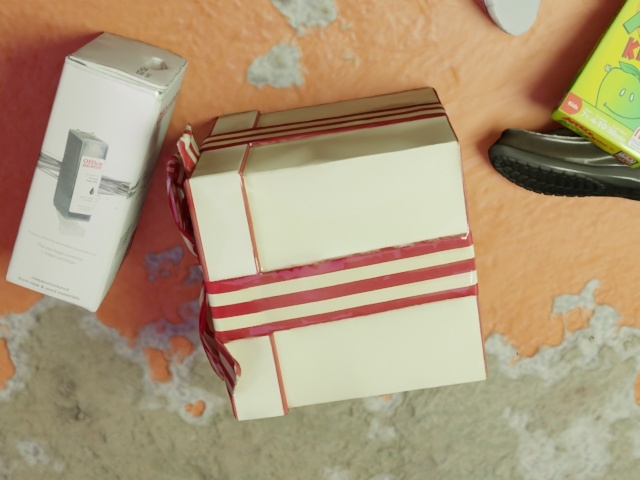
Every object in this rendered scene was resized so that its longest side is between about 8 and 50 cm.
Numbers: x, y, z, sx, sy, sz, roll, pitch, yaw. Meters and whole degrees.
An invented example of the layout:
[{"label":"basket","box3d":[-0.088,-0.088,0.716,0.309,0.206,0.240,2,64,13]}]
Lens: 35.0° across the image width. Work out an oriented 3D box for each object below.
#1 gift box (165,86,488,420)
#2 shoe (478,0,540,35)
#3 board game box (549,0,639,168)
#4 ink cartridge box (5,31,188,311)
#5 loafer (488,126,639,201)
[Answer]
[{"label":"gift box","box3d":[0.000,0.000,0.911,0.258,0.276,0.255,-9,105,5]},{"label":"shoe","box3d":[0.138,-0.265,0.923,0.063,0.081,0.178,-48,134,-11]},{"label":"board game box","box3d":[0.299,-0.168,0.925,0.092,0.043,0.181,32,89,3]},{"label":"ink cartridge box","box3d":[-0.203,-0.069,0.941,0.092,0.158,0.218,20,109,-6]},{"label":"loafer","box3d":[0.272,-0.085,0.986,0.220,0.080,0.078,8,77,-1]}]
